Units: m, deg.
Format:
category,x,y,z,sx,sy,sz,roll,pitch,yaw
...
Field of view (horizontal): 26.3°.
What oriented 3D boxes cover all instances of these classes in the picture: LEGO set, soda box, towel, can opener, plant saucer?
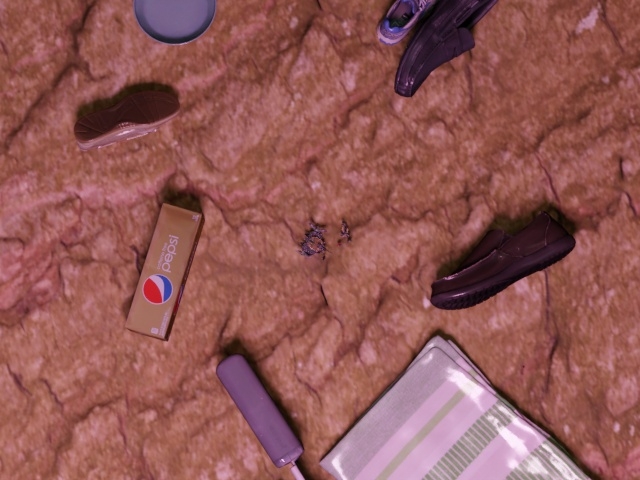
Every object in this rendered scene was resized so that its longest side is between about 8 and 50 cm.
category,x,y,z,sx,sy,sz,roll,pitch,yaw
LEGO set,0.002,0.002,1.922,0.083,0.023,0.054,-2,84,-15
soda box,-0.213,0.044,1.885,0.058,0.061,0.181,15,81,1
towel,0.200,0.323,1.869,0.325,0.038,0.248,42,83,4
can opener,-0.071,0.291,1.846,0.095,0.076,0.283,-33,83,-7
plant saucer,-0.208,-0.335,1.962,0.119,0.021,0.119,0,81,-1

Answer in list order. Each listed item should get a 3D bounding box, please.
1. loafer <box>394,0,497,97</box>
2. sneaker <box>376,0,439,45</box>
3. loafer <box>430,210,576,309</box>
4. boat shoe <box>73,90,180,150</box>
category,x,y,z,sx,sy,sz,roll,pitch,yaw
loafer,0.182,-0.291,1.939,0.078,0.076,0.223,32,78,11
sneaker,0.135,-0.337,1.954,0.052,0.058,0.135,38,82,4
loafer,0.242,0.027,1.901,0.220,0.080,0.078,-25,73,-10
boat shoe,-0.271,-0.166,1.929,0.153,0.048,0.056,-24,71,-12
